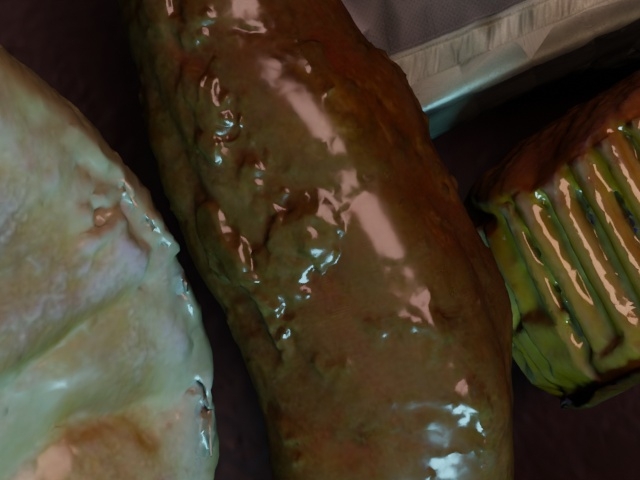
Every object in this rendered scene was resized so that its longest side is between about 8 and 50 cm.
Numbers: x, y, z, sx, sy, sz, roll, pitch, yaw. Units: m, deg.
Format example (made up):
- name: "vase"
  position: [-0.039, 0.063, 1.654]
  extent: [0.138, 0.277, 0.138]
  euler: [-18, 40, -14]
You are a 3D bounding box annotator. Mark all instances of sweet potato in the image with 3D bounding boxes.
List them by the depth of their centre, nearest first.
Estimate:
- name: "sweet potato"
  position: [0.007, 0.004, 0.505]
  extent: [0.095, 0.106, 0.354]
  euler: [-22, 101, -20]

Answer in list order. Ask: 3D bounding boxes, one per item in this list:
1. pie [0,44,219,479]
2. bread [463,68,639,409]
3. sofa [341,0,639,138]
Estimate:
- name: "pie"
  position: [-0.166, 0.066, 0.446]
  extent: [0.337, 0.075, 0.337]
  euler: [-10, 106, -41]
- name: "bread"
  position: [0.148, -0.023, 0.573]
  extent: [0.199, 0.199, 0.104]
  euler: [-27, 84, -23]
- name: "sofa"
  position: [0.058, -0.145, 0.630]
  extent: [0.225, 0.176, 0.210]
  euler: [-25, 85, 6]
